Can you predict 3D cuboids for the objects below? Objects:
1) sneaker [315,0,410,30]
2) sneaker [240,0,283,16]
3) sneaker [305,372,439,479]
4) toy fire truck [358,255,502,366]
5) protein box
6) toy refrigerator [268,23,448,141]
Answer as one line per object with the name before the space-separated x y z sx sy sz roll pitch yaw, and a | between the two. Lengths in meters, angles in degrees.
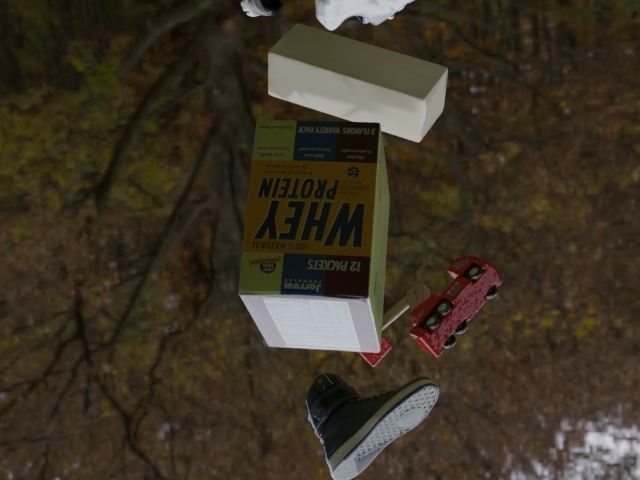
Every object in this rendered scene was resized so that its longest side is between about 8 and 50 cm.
sneaker | 0.101 -0.384 1.647 0.297 0.129 0.111 -16 -133 -33
sneaker | -0.088 -0.420 1.747 0.063 0.170 0.074 -29 -141 -35
sneaker | 0.072 0.251 1.813 0.086 0.226 0.163 31 -157 -44
toy fire truck | 0.138 0.093 1.508 0.192 0.047 0.135 -49 -151 -11
protein box | 0.000 0.000 1.259 0.135 0.200 0.201 2 160 7
toy refrigerator | 0.057 -0.251 1.817 0.269 0.094 0.102 19 -136 18
